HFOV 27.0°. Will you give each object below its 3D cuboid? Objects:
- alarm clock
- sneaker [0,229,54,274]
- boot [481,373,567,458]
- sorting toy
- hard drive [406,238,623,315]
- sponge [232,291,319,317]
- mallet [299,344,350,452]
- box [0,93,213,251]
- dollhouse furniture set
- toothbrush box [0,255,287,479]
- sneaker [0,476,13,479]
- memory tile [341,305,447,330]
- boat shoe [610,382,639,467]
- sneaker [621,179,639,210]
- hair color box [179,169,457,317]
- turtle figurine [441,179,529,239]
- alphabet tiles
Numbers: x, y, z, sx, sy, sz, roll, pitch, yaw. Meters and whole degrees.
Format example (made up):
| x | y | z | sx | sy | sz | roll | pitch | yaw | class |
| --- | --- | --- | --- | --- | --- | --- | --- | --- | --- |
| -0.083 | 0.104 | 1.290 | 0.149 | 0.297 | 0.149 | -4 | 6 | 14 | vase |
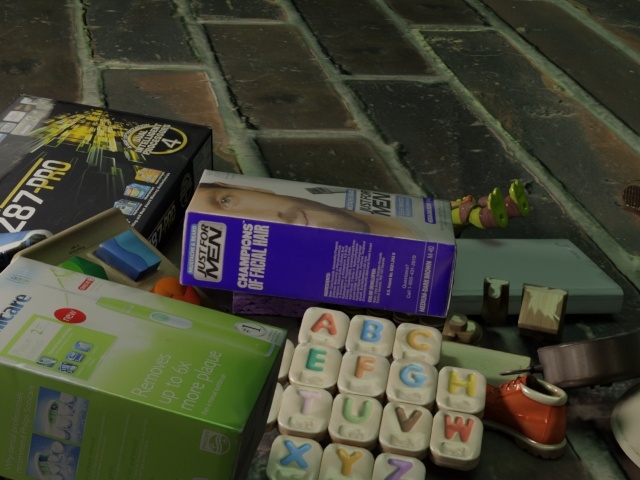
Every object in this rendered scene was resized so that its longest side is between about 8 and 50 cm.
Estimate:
| x | y | z | sx | sy | sz | roll | pitch | yaw | class |
| --- | --- | --- | --- | --- | --- | --- | --- | --- | --- |
| 0.306 | 0.147 | 1.575 | 0.192 | 0.064 | 0.129 | -7 | -7 | -1 | alarm clock |
| -0.428 | 0.018 | 1.678 | 0.211 | 0.080 | 0.081 | -17 | 58 | 18 | sneaker |
| 0.221 | 0.182 | 1.549 | 0.158 | 0.085 | 0.059 | 23 | 32 | 37 | boot |
| -0.260 | 0.082 | 1.596 | 0.229 | 0.041 | 0.307 | 45 | 36 | 9 | sorting toy |
| 0.241 | 0.049 | 1.871 | 0.307 | 0.040 | 0.203 | 0 | 22 | -15 | hard drive |
| -0.064 | 0.046 | 1.855 | 0.117 | 0.031 | 0.210 | 3 | 25 | -4 | sponge |
| 0.005 | 0.196 | 1.546 | 0.039 | 0.062 | 0.190 | 9 | 40 | 12 | mallet |
| -0.361 | -0.063 | 1.903 | 0.318 | 0.097 | 0.395 | 9 | 34 | 12 | box |
| 0.228 | 0.145 | 1.698 | 0.144 | 0.123 | 0.151 | 10 | 60 | 12 | dollhouse furniture set |
| -0.193 | 0.137 | 1.235 | 0.283 | 0.122 | 0.206 | 14 | 23 | 6 | toothbrush box |
| -0.246 | 0.201 | 1.398 | 0.343 | 0.134 | 0.146 | 17 | 19 | 7 | sneaker |
| 0.110 | 0.085 | 1.823 | 0.148 | 0.012 | 0.113 | 13 | 26 | 15 | memory tile |
| 0.449 | 0.243 | 1.441 | 0.096 | 0.117 | 0.324 | 38 | -9 | -32 | boat shoe |
| 0.589 | -0.064 | 2.172 | 0.188 | 0.066 | 0.071 | 24 | 30 | 34 | sneaker |
| 0.000 | 0.000 | 1.720 | 0.338 | 0.110 | 0.185 | 6 | 20 | 1 | hair color box |
| 0.186 | -0.037 | 1.993 | 0.217 | 0.087 | 0.269 | -7 | -5 | 39 | turtle figurine |
| 0.044 | 0.179 | 1.505 | 0.284 | 0.021 | 0.278 | 9 | 40 | 5 | alphabet tiles |
